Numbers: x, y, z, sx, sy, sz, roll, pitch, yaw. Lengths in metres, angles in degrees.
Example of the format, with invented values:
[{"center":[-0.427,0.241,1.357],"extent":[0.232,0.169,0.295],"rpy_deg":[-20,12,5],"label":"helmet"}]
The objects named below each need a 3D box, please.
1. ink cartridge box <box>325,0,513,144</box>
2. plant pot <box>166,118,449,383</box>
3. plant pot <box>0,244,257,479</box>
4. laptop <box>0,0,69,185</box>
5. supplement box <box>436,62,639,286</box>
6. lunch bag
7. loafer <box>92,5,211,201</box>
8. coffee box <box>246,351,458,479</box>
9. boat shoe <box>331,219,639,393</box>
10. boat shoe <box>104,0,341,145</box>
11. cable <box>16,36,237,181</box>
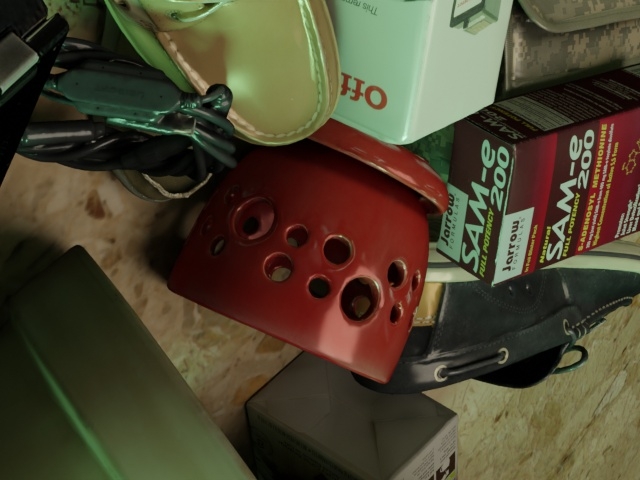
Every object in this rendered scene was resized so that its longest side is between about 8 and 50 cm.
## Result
[{"center":[0.031,-0.231,0.893],"extent":[0.114,0.198,0.273],"rpy_deg":[-27,135,-45],"label":"ink cartridge box"},{"center":[0.000,0.000,1.039],"extent":[0.191,0.191,0.174],"rpy_deg":[35,79,-58],"label":"plant pot"},{"center":[-0.176,0.214,0.877],"extent":[0.280,0.323,0.323],"rpy_deg":[-37,144,-9],"label":"plant pot"},{"center":[-0.328,-0.035,0.598],"extent":[0.382,0.236,0.408],"rpy_deg":[-52,-178,-37],"label":"laptop"},{"center":[0.212,-0.061,1.103],"extent":[0.239,0.073,0.130],"rpy_deg":[-18,127,-34],"label":"supplement box"},{"center":[0.188,-0.189,1.187],"extent":[0.235,0.169,0.287],"rpy_deg":[-17,120,-43],"label":"lunch bag"},{"center":[-0.095,-0.128,0.895],"extent":[0.094,0.087,0.251],"rpy_deg":[-31,137,-40],"label":"loafer"},{"center":[0.037,0.263,1.313],"extent":[0.119,0.168,0.297],"rpy_deg":[-39,141,-32],"label":"coffee box"},{"center":[0.181,0.062,1.324],"extent":[0.500,0.186,0.156],"rpy_deg":[-3,98,-54],"label":"boat shoe"},{"center":[-0.083,-0.175,0.759],"extent":[0.121,0.110,0.341],"rpy_deg":[-32,124,3],"label":"boat shoe"},{"center":[-0.142,-0.079,0.818],"extent":[0.150,0.184,0.047],"rpy_deg":[92,5,-76],"label":"cable"}]
